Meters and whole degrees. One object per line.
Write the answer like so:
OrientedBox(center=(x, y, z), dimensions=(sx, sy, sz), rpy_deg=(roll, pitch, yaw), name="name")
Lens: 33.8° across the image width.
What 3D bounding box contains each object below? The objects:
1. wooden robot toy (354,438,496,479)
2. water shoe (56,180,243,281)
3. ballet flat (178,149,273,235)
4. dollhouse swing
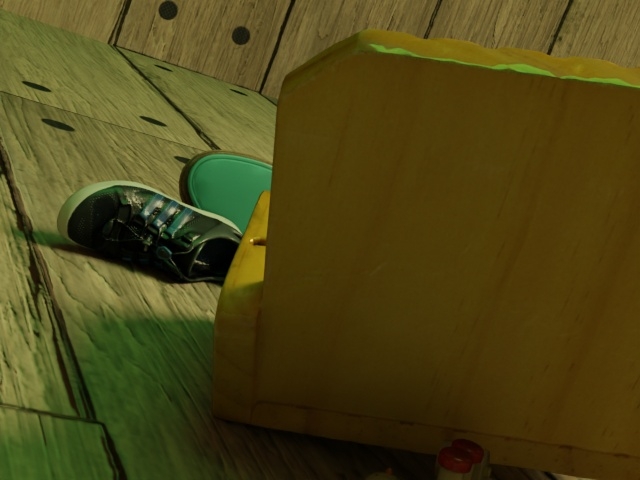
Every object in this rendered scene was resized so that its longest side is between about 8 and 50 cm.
OrientedBox(center=(0.060, 0.158, 0.670), dimensions=(0.079, 0.076, 0.173), rpy_deg=(12, 5, 22), name="wooden robot toy")
OrientedBox(center=(-0.147, -0.004, 1.002), dimensions=(0.203, 0.073, 0.080), rpy_deg=(11, 19, -38), name="water shoe")
OrientedBox(center=(0.000, 0.000, 1.174), dimensions=(0.342, 0.116, 0.124), rpy_deg=(20, -6, -10), name="ballet flat")
OrientedBox(center=(0.119, -0.016, 0.751), dimensions=(0.347, 0.304, 0.315), rpy_deg=(8, 24, 2), name="dollhouse swing")
